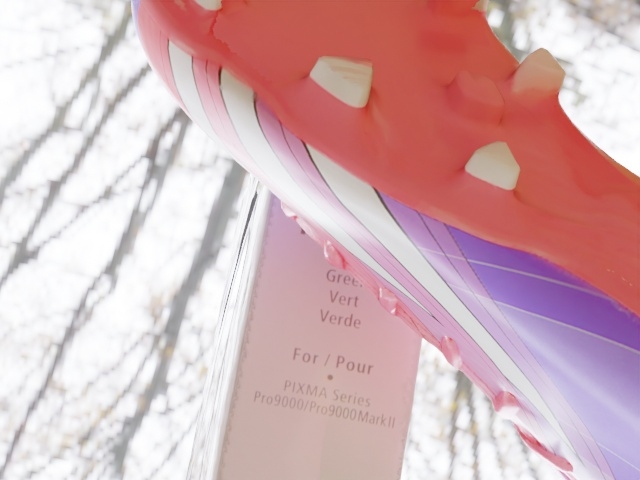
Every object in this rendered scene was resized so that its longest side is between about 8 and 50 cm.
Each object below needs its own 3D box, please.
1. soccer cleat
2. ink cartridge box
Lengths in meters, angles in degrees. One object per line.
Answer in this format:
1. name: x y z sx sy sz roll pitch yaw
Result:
1. soccer cleat: 0.050 0.011 0.476 0.248 0.095 0.083 31 -142 15
2. ink cartridge box: 0.000 0.000 0.612 0.056 0.181 0.225 13 -105 -4
